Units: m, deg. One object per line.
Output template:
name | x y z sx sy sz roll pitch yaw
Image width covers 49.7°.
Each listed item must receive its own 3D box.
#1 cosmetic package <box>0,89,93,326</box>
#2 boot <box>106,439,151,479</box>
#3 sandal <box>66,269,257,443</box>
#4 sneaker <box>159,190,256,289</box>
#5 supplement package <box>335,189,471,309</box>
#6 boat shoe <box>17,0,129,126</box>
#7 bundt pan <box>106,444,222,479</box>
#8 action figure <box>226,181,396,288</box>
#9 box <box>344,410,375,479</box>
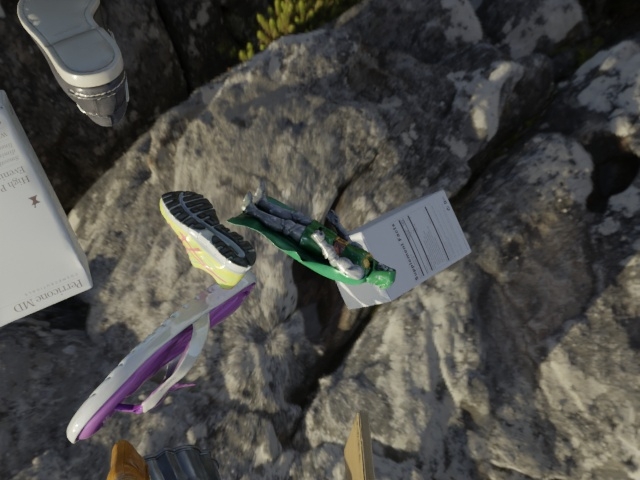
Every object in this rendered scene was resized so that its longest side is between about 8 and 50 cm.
cosmetic package | -0.348 -0.032 0.754 0.117 0.085 0.231 -24 121 -12
boot | -0.324 0.534 1.280 0.104 0.211 0.295 -14 107 -11
sandal | -0.235 0.193 1.153 0.102 0.169 0.416 42 58 7
sneaker | -0.199 0.002 1.136 0.081 0.094 0.208 -23 60 -43
supplement package | 0.183 0.023 1.672 0.293 0.177 0.175 -26 94 -34
boat shoe | -0.225 -0.177 0.637 0.075 0.065 0.206 -22 49 -16
bundt pan | -0.343 0.608 1.503 0.331 0.331 0.124 -39 48 -8
action figure | 0.000 0.000 0.955 0.232 0.137 0.063 30 118 5
box | 0.064 0.401 1.111 0.021 0.164 0.201 2 51 -7
